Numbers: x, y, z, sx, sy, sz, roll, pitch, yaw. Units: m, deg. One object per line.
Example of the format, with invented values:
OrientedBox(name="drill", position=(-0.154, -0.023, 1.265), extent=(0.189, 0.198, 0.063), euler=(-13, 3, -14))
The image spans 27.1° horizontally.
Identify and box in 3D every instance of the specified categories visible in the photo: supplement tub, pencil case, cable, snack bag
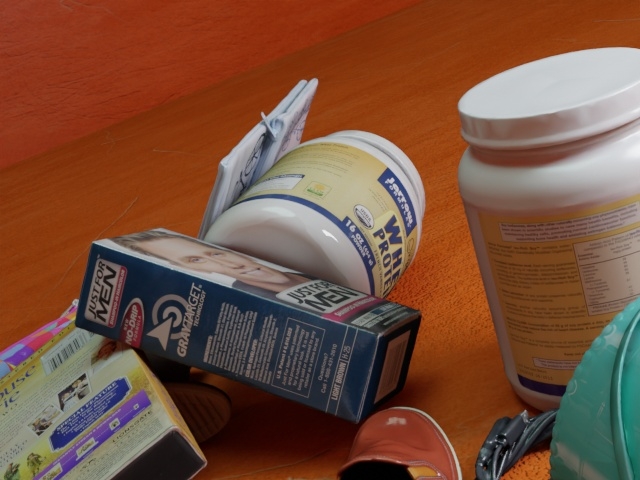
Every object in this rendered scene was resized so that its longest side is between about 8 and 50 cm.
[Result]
OrientedBox(name="supplement tub", position=(0.278, -0.009, 1.379), extent=(0.241, 0.331, 0.241), euler=(-14, 20, 5))
OrientedBox(name="pencil case", position=(-0.364, 0.160, 1.780), extent=(0.104, 0.104, 0.236), euler=(-1, 26, 37))
OrientedBox(name="cable", position=(0.219, 0.216, 1.261), extent=(0.150, 0.047, 0.184), euler=(-1, 22, 26))
OrientedBox(name="snack bag", position=(-0.105, -0.038, 1.856), extent=(0.037, 0.323, 0.342), euler=(24, 29, 8))
OrientedBox(name="supplement tub", position=(0.000, 0.000, 1.727), extent=(0.228, 0.228, 0.316), euler=(-6, 22, 26))

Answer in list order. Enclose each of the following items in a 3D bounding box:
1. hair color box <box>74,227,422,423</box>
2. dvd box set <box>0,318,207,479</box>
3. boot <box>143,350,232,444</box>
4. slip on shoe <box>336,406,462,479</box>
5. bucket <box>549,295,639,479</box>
OrientedBox(name="hair color box", position=(-0.079, 0.087, 1.493), extent=(0.347, 0.105, 0.174), euler=(17, 11, 17))
OrientedBox(name="dvd box set", position=(-0.301, 0.237, 1.440), extent=(0.307, 0.062, 0.420), euler=(-40, 23, -6))
OrientedBox(name="boot", position=(-0.187, 0.169, 1.624), extent=(0.248, 0.090, 0.207), euler=(-10, 22, 27))
OrientedBox(name="slip on shoe", position=(0.064, 0.235, 1.238), extent=(0.123, 0.101, 0.331), euler=(-13, 18, 13))
OrientedBox(name="bucket", position=(0.314, 0.161, 0.959), extent=(0.281, 0.281, 0.183), euler=(-25, 29, -22))
